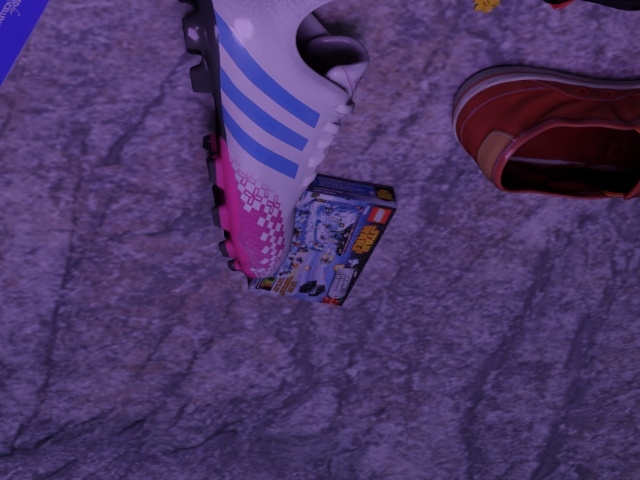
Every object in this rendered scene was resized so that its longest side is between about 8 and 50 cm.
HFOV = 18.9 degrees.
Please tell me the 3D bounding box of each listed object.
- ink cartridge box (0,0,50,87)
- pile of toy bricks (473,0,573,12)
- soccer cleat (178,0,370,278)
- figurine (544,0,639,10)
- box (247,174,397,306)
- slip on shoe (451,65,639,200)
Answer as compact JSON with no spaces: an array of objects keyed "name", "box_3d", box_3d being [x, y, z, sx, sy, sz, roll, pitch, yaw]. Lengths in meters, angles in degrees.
[{"name":"ink cartridge box","box_3d":[-0.332,-0.150,1.476,0.208,0.045,0.206,14,132,-27]},{"name":"pile of toy bricks","box_3d":[0.103,-0.222,1.441,0.118,0.105,0.212,-31,134,21]},{"name":"soccer cleat","box_3d":[-0.027,-0.092,1.547,0.143,0.116,0.331,-8,137,-2]},{"name":"figurine","box_3d":[0.249,-0.253,1.336,0.092,0.209,0.215,-31,127,-38]},{"name":"box","box_3d":[0.000,0.000,1.719,0.094,0.027,0.137,11,134,-20]},{"name":"slip on shoe","box_3d":[0.276,-0.079,1.637,0.331,0.101,0.123,3,135,-16]}]
